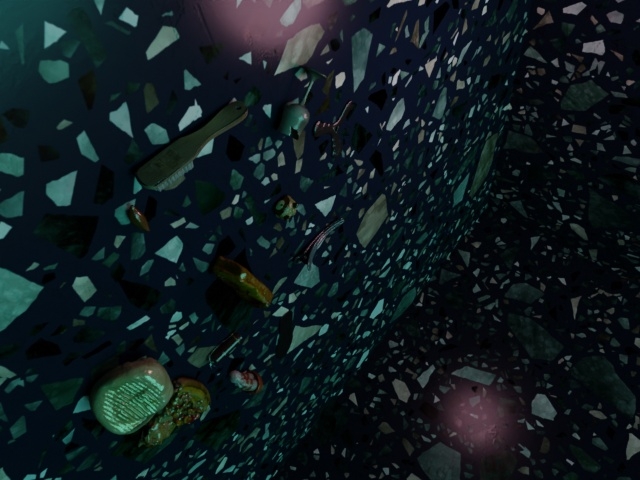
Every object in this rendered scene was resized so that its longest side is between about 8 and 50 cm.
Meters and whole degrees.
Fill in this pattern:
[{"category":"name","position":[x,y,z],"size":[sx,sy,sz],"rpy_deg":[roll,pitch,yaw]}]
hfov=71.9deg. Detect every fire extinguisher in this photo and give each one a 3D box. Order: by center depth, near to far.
[{"category":"fire extinguisher","position":[-0.357,0.406,1.635],"size":[0.158,0.043,0.064],"rpy_deg":[-43,119,-24]}]

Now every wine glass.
[{"category":"wine glass","position":[-0.055,-0.387,1.255],"size":[0.079,0.079,0.195],"rpy_deg":[5,114,-58]}]

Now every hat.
[{"category":"hat","position":[-0.111,-0.105,1.480],"size":[0.077,0.059,0.076],"rpy_deg":[-49,156,-23]},{"category":"hat","position":[-0.323,0.584,1.834],"size":[0.162,0.112,0.093],"rpy_deg":[34,62,-52]}]

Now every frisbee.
[{"category":"frisbee","position":[0.058,-0.392,1.493],"size":[0.187,0.012,0.211],"rpy_deg":[-59,151,4]}]

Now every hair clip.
[{"category":"hair clip","position":[0.000,0.000,1.765],"size":[0.275,0.083,0.048],"rpy_deg":[-52,147,-23]}]

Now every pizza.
[{"category":"pizza","position":[-0.514,0.595,1.560],"size":[0.288,0.074,0.251],"rpy_deg":[-32,141,-40]}]

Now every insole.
[{"category":"insole","position":[-0.161,0.434,2.004],"size":[0.109,0.007,0.322],"rpy_deg":[-35,145,-38]}]

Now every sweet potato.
[{"category":"sweet potato","position":[-0.435,-0.049,1.057],"size":[0.034,0.034,0.095],"rpy_deg":[-44,146,-22]}]

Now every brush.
[{"category":"brush","position":[-0.299,-0.226,1.066],"size":[0.327,0.070,0.065],"rpy_deg":[-46,168,-22]}]

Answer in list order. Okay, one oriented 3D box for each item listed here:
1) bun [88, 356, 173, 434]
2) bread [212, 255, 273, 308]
[{"category":"bun","position":[-0.546,0.441,1.288],"size":[0.229,0.145,0.229],"rpy_deg":[-7,112,-18]},{"category":"bread","position":[-0.245,0.145,1.445],"size":[0.077,0.139,0.271],"rpy_deg":[-59,155,-17]}]
